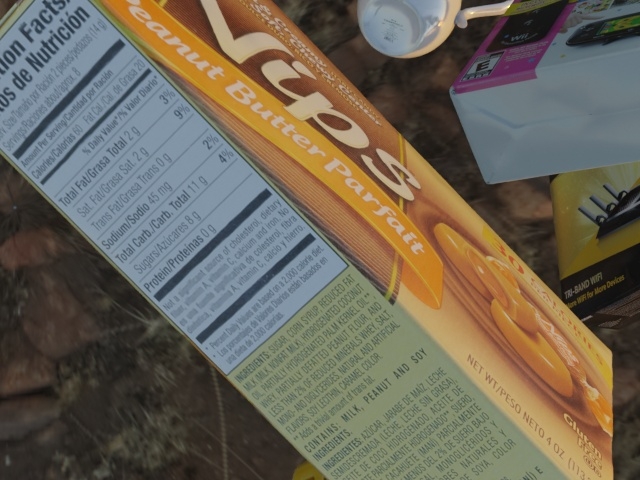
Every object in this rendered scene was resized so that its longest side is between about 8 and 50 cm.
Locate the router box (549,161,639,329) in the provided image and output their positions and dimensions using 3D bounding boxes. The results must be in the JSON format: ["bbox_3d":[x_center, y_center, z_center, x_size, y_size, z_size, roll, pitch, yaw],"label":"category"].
[{"bbox_3d":[0.366,-0.063,1.405,0.081,0.309,0.242,7,67,-22],"label":"router box"}]

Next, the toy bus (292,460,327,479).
[{"bbox_3d":[0.051,0.237,1.252,0.104,0.191,0.202,18,103,-26],"label":"toy bus"}]

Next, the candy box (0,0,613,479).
[{"bbox_3d":[0.000,0.000,0.606,0.316,0.183,0.087,45,110,-4],"label":"candy box"}]

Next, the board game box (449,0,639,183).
[{"bbox_3d":[0.264,-0.177,1.035,0.303,0.224,0.097,-52,125,-44],"label":"board game box"}]

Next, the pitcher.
[{"bbox_3d":[0.151,-0.309,1.677,0.178,0.207,0.125,20,129,14],"label":"pitcher"}]
